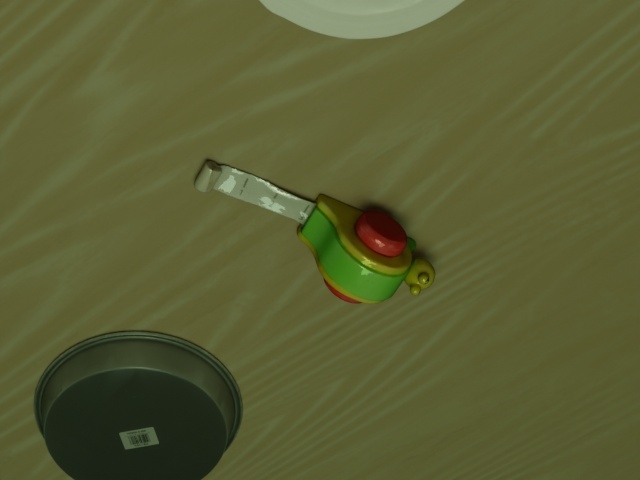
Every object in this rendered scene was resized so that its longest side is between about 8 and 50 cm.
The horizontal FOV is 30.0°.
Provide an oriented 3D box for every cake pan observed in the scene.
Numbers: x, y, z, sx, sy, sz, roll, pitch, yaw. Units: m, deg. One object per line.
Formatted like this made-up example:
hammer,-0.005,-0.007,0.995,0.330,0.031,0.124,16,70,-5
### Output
cake pan,-0.255,0.255,1.670,0.293,0.054,0.293,-2,126,-3

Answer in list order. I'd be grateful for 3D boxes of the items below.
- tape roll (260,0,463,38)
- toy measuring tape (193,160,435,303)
tape roll,0.041,-0.334,1.099,0.286,0.100,0.286,-2,125,-3
toy measuring tape,0.000,0.000,1.472,0.330,0.121,0.121,22,121,-18
